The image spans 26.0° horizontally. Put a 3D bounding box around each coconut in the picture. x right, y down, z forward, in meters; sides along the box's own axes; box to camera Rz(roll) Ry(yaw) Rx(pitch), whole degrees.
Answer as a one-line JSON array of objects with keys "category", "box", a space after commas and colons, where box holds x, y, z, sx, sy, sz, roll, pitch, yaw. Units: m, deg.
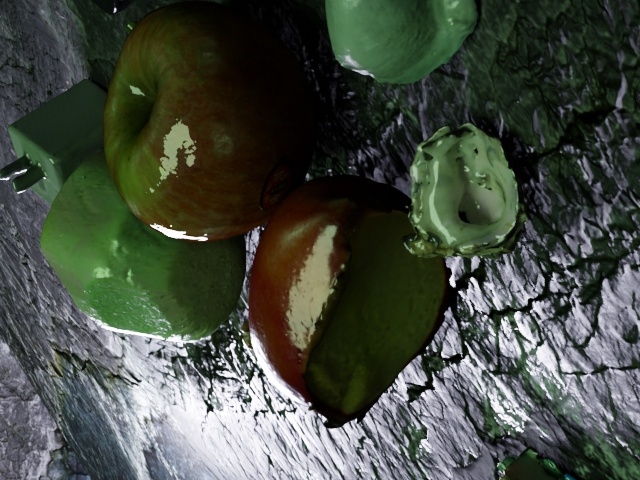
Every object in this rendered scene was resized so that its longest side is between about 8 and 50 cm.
[{"category": "coconut", "box": [-0.272, 0.006, 2.128, 0.328, 0.281, 0.328, 24, 180, 0]}]

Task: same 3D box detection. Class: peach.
[{"category": "peach", "box": [0.009, 0.043, 1.704, 0.201, 0.258, 0.361, 37, 155, 33]}]

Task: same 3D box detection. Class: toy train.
[{"category": "toy train", "box": [0.310, 0.348, 1.799, 0.188, 0.072, 0.099, 35, 155, 33]}]

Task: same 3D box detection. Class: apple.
[{"category": "apple", "box": [-0.127, -0.147, 1.724, 0.309, 0.250, 0.277, -44, 50, 49]}]

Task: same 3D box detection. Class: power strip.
[{"category": "power strip", "box": [-0.415, -0.134, 2.245, 0.139, 0.224, 0.140, 36, 150, 33]}]

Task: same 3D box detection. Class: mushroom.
[{"category": "mushroom", "box": [-0.058, 0.177, 2.231, 0.187, 0.061, 0.060, 28, 140, 35]}]

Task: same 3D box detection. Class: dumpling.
[{"category": "dumpling", "box": [0.077, -0.254, 1.428, 0.105, 0.149, 0.216, -103, 1, -49]}]

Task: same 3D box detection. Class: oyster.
[{"category": "oyster", "box": [0.157, -0.047, 1.543, 0.191, 0.081, 0.163, -30, 98, 34]}]

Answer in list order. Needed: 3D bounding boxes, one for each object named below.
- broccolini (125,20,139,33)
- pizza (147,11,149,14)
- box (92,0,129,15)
[{"category": "broccolini", "box": [-0.196, -0.227, 1.961, 0.216, 0.058, 0.067, 49, 121, 12]}, {"category": "pizza", "box": [-0.250, -0.285, 2.009, 0.123, 0.026, 0.108, 36, 147, 33]}, {"category": "box", "box": [-0.338, -0.430, 1.957, 0.201, 0.042, 0.212, 44, 152, 21]}]
